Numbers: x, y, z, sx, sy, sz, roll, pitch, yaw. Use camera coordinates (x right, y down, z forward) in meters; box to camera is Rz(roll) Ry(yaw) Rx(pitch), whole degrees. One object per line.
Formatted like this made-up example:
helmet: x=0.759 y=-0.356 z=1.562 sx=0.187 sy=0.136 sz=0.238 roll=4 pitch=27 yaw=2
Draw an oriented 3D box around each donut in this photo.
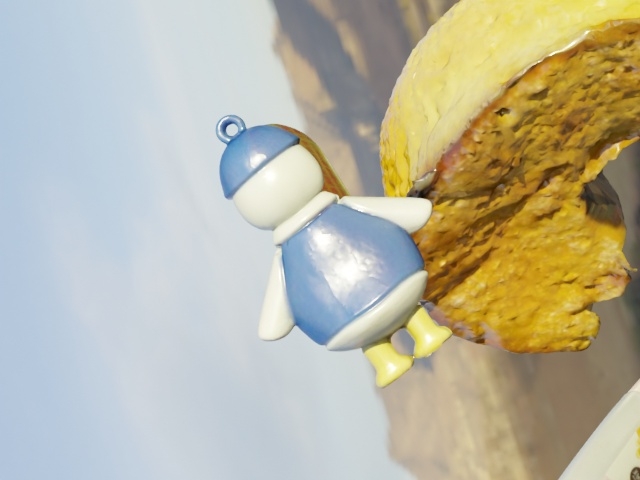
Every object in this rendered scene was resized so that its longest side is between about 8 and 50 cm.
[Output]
donut: x=0.238 y=-0.104 z=1.309 sx=0.378 sy=0.435 sz=0.163 roll=38 pitch=-154 yaw=-50

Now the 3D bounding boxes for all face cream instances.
face cream: x=0.277 y=0.201 z=1.462 sx=0.057 sy=0.198 sz=0.084 roll=-7 pitch=119 yaw=51

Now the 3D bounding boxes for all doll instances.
doll: x=0.000 y=0.000 z=0.725 sx=0.143 sy=0.099 sz=0.057 roll=50 pitch=179 yaw=1

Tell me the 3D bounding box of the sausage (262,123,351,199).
sausage: x=-0.010 y=-0.026 z=1.379 sx=0.371 sy=0.082 sz=0.082 roll=-116 pitch=7 yaw=-66
